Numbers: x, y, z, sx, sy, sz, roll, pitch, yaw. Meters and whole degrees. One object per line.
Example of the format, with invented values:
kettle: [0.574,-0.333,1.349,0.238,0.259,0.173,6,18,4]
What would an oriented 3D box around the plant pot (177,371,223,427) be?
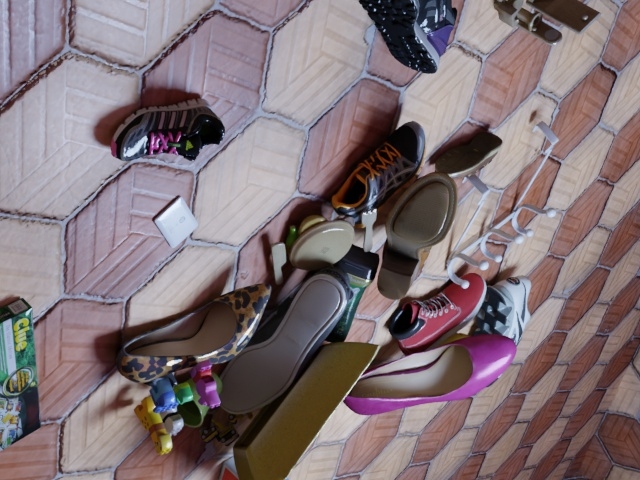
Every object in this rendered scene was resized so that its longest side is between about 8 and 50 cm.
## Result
plant pot: [-0.211,0.264,1.891,0.079,0.083,0.083,-42,152,-42]

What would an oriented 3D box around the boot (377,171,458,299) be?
boot: [0.185,-0.052,1.963,0.220,0.109,0.284,-65,171,-51]

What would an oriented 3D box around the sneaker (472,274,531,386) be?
sneaker: [0.449,0.224,2.698,0.146,0.122,0.331,-25,142,-35]

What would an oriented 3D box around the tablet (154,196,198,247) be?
tablet: [-0.212,-0.026,1.623,0.054,0.006,0.083,-44,150,-13]

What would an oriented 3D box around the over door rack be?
over door rack: [0.389,-0.057,2.301,0.239,0.108,0.324,-35,150,-27]

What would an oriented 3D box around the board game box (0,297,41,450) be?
board game box: [-0.456,0.204,1.523,0.136,0.030,0.260,-26,142,-33]

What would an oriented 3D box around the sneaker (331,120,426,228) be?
sneaker: [0.101,-0.115,1.881,0.215,0.084,0.083,-54,146,7]

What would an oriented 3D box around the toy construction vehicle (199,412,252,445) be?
toy construction vehicle: [-0.177,0.344,2.065,0.098,0.035,0.086,-39,148,-6]

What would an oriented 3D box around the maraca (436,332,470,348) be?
maraca: [0.284,0.277,2.565,0.185,0.099,0.127,-30,153,17]

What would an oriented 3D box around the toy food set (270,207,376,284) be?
toy food set: [0.000,0.000,1.882,0.192,0.039,0.132,-19,145,-14]

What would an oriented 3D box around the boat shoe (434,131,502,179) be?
boat shoe: [0.283,-0.148,2.110,0.178,0.064,0.060,-30,144,-37]

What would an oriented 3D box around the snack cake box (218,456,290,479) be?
snack cake box: [-0.145,0.570,2.239,0.089,0.152,0.264,-20,139,-43]

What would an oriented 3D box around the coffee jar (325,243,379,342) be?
coffee jar: [0.036,0.091,2.003,0.079,0.096,0.184,-78,-169,-65]

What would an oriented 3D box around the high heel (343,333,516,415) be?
high heel: [0.229,0.285,2.335,0.377,0.127,0.181,-27,158,13]

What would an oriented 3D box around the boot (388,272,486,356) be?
boot: [0.255,0.141,2.380,0.244,0.088,0.176,-43,149,-6]

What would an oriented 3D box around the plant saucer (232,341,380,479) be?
plant saucer: [-0.049,0.311,2.017,0.333,0.081,0.333,-53,-177,-14]

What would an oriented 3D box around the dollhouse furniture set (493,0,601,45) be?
dollhouse furniture set: [0.385,-0.418,1.885,0.144,0.123,0.151,-44,150,-13]

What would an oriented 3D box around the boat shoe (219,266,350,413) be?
boat shoe: [-0.057,0.179,1.948,0.335,0.112,0.095,-49,176,21]

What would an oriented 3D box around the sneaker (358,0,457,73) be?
sneaker: [0.135,-0.373,1.644,0.124,0.107,0.283,-62,156,-11]

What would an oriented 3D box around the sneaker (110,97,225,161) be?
sneaker: [-0.194,-0.137,1.451,0.170,0.075,0.063,-23,141,-39]

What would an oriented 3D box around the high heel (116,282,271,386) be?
high heel: [-0.196,0.138,1.734,0.261,0.093,0.186,-40,156,-1]

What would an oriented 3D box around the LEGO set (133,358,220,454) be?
LEGO set: [-0.238,0.285,1.772,0.087,0.093,0.227,-12,159,-32]
